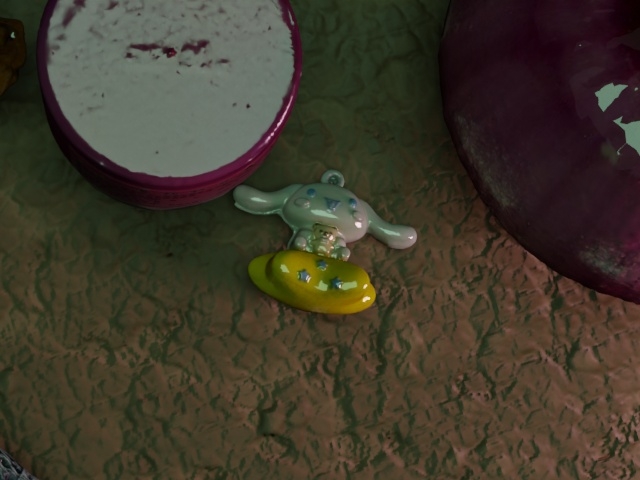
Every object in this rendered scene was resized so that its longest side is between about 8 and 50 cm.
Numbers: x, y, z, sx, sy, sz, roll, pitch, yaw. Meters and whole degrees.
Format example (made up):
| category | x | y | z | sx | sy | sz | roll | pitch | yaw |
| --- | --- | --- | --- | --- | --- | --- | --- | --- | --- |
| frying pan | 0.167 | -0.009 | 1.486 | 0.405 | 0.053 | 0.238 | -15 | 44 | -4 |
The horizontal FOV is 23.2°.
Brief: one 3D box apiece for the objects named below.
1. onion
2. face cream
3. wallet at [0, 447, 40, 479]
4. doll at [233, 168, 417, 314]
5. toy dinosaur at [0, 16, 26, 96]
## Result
| category | x | y | z | sx | sy | sz | roll | pitch | yaw |
| --- | --- | --- | --- | --- | --- | --- | --- | --- | --- |
| onion | 0.252 | -0.134 | 1.091 | 0.358 | 0.345 | 0.358 | -7 | 74 | 24 |
| face cream | -0.107 | -0.111 | 1.090 | 0.175 | 0.195 | 0.175 | 1 | 84 | -7 |
| wallet | -0.364 | 0.180 | 1.061 | 0.342 | 0.075 | 0.237 | 42 | 86 | -12 |
| doll | 0.008 | 0.002 | 1.169 | 0.135 | 0.071 | 0.113 | -8 | 69 | -17 |
| toy dinosaur | -0.256 | -0.205 | 1.120 | 0.432 | 0.097 | 0.208 | -10 | 55 | -13 |
